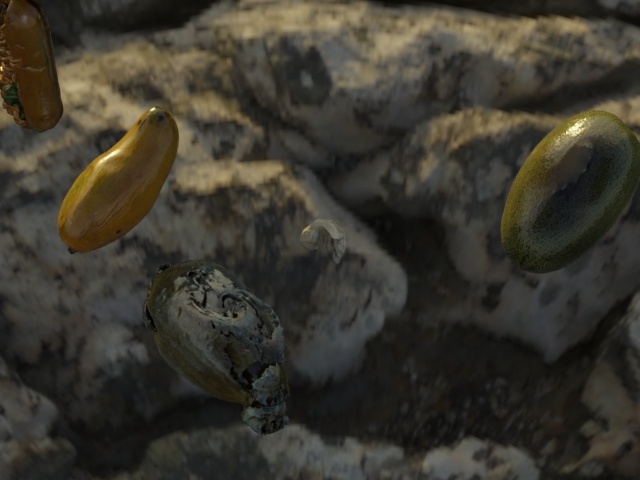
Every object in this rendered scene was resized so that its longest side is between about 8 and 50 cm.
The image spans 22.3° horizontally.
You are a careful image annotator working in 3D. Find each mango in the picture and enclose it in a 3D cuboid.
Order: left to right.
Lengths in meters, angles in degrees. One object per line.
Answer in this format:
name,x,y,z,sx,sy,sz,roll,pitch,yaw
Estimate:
mango,-0.223,-0.062,1.806,0.075,0.098,0.190,30,78,29

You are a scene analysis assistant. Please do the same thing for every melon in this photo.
melon,0.223,-0.042,1.455,0.099,0.099,0.162,36,88,11

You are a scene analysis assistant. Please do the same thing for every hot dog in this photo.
hot dog,-0.279,-0.173,1.510,0.055,0.188,0.072,-22,51,-17

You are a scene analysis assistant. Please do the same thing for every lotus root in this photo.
lotus root,-0.070,0.071,1.187,0.088,0.088,0.165,-35,51,-12

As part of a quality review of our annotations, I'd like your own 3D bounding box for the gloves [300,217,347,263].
gloves,0.001,-0.002,1.425,0.044,0.081,0.037,1,100,-28
